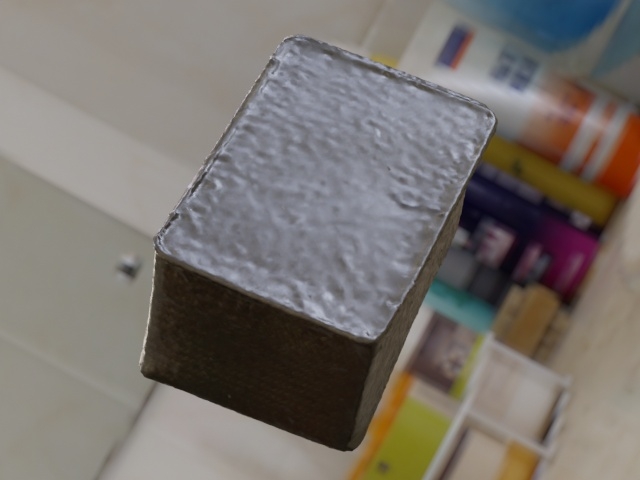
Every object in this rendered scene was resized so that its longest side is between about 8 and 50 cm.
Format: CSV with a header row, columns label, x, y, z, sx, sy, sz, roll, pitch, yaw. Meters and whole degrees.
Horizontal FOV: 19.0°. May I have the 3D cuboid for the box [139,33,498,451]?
label,x,y,z,sx,sy,sz,roll,pitch,yaw
box,0.000,-0.002,1.433,0.143,0.184,0.273,101,-167,-47
